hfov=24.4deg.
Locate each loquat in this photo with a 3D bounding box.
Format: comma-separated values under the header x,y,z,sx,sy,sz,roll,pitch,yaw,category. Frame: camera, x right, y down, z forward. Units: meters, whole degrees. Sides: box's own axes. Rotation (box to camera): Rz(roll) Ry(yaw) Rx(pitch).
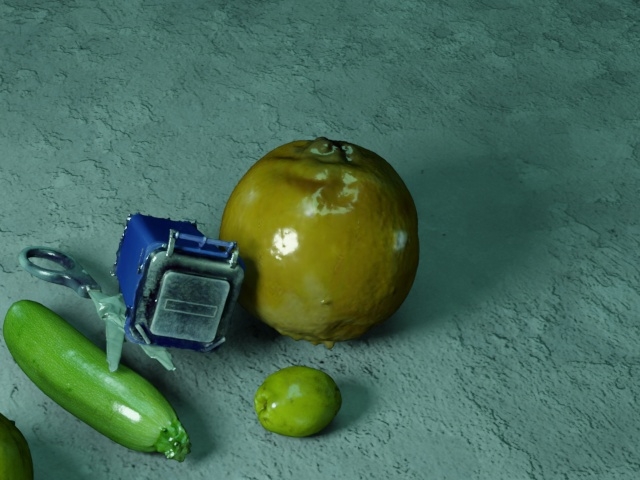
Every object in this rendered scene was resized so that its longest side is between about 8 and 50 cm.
x,y,z,sx,sy,sz,roll,pitch,yaw,category
0.000,0.000,2.301,0.329,0.328,0.328,3,38,-3,loquat

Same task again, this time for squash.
x,y,z,sx,sy,sz,roll,pitch,yaw,category
-0.340,0.206,2.162,0.395,0.107,0.107,32,45,29,squash

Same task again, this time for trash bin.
x,y,z,sx,sy,sz,roll,pitch,yaw,category
-0.221,0.045,2.216,0.163,0.184,0.234,11,16,-23,trash bin

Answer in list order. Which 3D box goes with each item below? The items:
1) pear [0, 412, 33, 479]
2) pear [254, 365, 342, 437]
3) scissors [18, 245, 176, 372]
x,y,z,sx,sy,sz,roll,pitch,yaw,category
-0.493,0.317,1.882,0.287,0.287,0.375,17,25,15,pear
-0.034,0.235,2.166,0.131,0.107,0.107,-11,40,-34,pear
-0.316,0.105,2.261,0.256,0.029,0.383,7,24,-22,scissors
